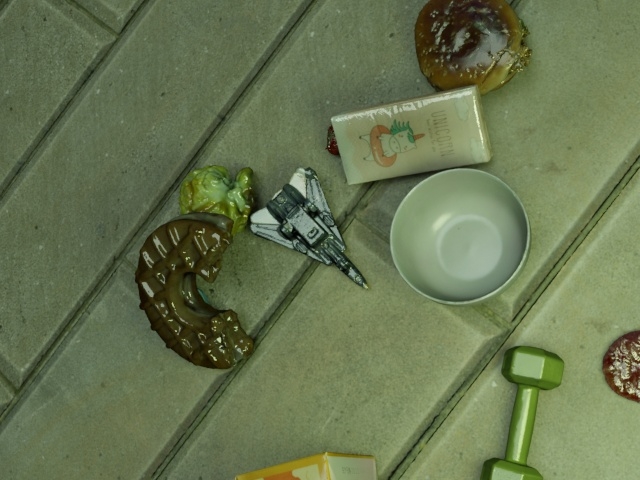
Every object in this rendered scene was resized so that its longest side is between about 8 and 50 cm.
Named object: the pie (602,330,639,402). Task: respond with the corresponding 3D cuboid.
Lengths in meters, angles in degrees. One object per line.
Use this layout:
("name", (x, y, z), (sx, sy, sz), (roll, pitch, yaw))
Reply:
("pie", (0.625, 0.245, 1.719), (0.154, 0.036, 0.154), (-6, 74, 22))

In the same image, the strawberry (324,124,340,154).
("strawberry", (0.051, -0.233, 2.072), (0.083, 0.073, 0.073), (7, 76, -13))

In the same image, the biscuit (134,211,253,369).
("biscuit", (-0.290, 0.113, 2.011), (0.268, 0.115, 0.366), (8, 111, 29))

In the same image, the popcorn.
("popcorn", (-0.234, -0.099, 2.093), (0.212, 0.198, 0.198), (-24, 64, -22))

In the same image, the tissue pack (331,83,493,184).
("tissue pack", (0.201, -0.229, 1.961), (0.325, 0.071, 0.170), (-8, 108, 21))

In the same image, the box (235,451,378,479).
("box", (-0.007, 0.567, 1.753), (0.213, 0.283, 0.260), (-17, 70, 19))

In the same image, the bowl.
("bowl", (0.301, 0.005, 1.855), (0.287, 0.144, 0.287), (-6, 73, 21))

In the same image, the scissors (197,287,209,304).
("scissors", (-0.335, 0.080, 2.158), (0.125, 0.030, 0.256), (-12, 75, 20))

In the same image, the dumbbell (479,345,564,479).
("dumbbell", (0.394, 0.358, 1.742), (0.108, 0.121, 0.302), (14, 80, -5))

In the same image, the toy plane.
("toy plane", (-0.004, -0.003, 2.005), (0.204, 0.103, 0.316), (-45, 64, 5))

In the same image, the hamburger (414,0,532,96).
("hamburger", (0.334, -0.427, 1.965), (0.286, 0.146, 0.243), (40, 100, 24))
